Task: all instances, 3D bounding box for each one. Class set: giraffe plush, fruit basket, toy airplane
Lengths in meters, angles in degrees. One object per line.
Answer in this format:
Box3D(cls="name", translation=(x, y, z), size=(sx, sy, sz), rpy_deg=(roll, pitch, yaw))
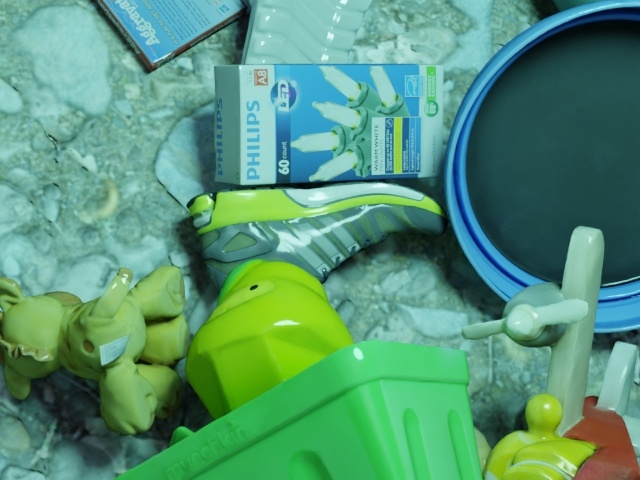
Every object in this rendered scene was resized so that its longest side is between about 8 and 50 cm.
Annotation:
Box3D(cls="giraffe plush", translation=(-0.252, 0.105, 1.474), size=(0.171, 0.210, 0.181), rpy_deg=(3, 82, 20))
Box3D(cls="fruit basket", translation=(-0.048, 0.168, 1.383), size=(0.283, 0.392, 0.392), rpy_deg=(13, 61, -59))
Box3D(cls="toy airplane", translation=(0.231, 0.228, 1.475), size=(0.273, 0.384, 0.386), rpy_deg=(7, 60, 4))

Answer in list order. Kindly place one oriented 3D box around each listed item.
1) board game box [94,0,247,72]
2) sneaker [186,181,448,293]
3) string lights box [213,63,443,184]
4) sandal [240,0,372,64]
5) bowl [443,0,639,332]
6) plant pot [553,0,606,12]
Box3D(cls="board game box", translation=(-0.228, -0.346, 1.683), size=(0.145, 0.027, 0.281), rpy_deg=(-35, 85, -24))
Box3D(cls="sneaker", translation=(0.000, 0.000, 1.607), size=(0.300, 0.111, 0.121), rpy_deg=(-4, 87, -13))
Box3D(cls="string lights box", translation=(0.011, -0.134, 1.609), size=(0.260, 0.077, 0.133), rpy_deg=(-4, 98, -28))
Box3D(cls="sandal", translation=(-0.016, -0.308, 1.687), size=(0.169, 0.102, 0.416), rpy_deg=(27, 79, -27))
Box3D(cls="bowl", translation=(0.332, -0.086, 1.620), size=(0.391, 0.077, 0.391), rpy_deg=(-2, 111, -4))
Box3D(cls="plant pot", translation=(0.385, -0.367, 1.749), size=(0.272, 0.271, 0.255), rpy_deg=(-33, 69, -22))
